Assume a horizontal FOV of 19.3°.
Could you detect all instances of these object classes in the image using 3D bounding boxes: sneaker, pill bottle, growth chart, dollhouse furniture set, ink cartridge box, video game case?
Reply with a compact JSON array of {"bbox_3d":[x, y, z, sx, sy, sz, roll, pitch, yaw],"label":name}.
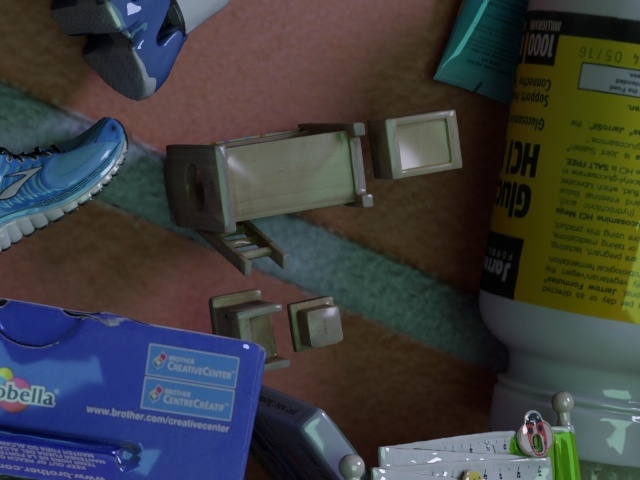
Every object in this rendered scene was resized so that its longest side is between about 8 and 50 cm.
[{"bbox_3d":[-0.199,-0.042,1.237,0.162,0.063,0.073,-33,103,-20],"label":"sneaker"},{"bbox_3d":[-0.132,-0.270,1.233,0.182,0.127,0.315,-38,114,-23],"label":"sneaker"},{"bbox_3d":[0.217,-0.014,1.360,0.188,0.188,0.333,8,93,-25],"label":"pill bottle"},{"bbox_3d":[0.097,0.198,1.208,0.237,0.021,0.172,-8,85,-42],"label":"growth chart"},{"bbox_3d":[0.000,0.000,1.311,0.182,0.101,0.161,-10,97,-25],"label":"dollhouse furniture set"},{"bbox_3d":[-0.211,0.100,1.052,0.270,0.395,0.151,12,82,-25],"label":"ink cartridge box"},{"bbox_3d":[0.015,0.182,1.277,0.023,0.193,0.212,-41,109,-15],"label":"video game case"}]

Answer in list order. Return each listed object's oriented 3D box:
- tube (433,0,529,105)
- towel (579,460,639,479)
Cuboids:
[{"bbox_3d":[0.145,-0.208,1.400,0.080,0.052,0.207,15,91,-25],"label":"tube"},{"bbox_3d":[0.227,0.291,1.465,0.187,0.049,0.282,6,91,-24],"label":"towel"}]
